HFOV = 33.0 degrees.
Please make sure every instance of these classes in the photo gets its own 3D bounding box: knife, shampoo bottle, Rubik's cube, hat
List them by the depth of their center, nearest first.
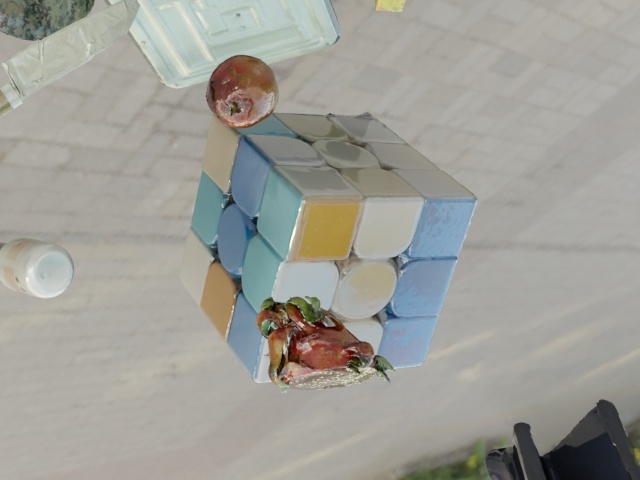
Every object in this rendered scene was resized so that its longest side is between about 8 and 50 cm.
[{"bbox_3d":[-0.295,-0.160,1.062,0.298,0.047,0.017,-35,-163,-13],"label":"knife"},{"bbox_3d":[-0.401,0.031,1.446,0.074,0.074,0.192,-9,-168,-39],"label":"shampoo bottle"},{"bbox_3d":[-0.471,-0.467,1.759,0.265,0.265,0.128,-15,170,-29],"label":"hat"},{"bbox_3d":[0.000,0.000,1.827,0.347,0.346,0.344,-1,119,-30],"label":"Rubik's cube"}]

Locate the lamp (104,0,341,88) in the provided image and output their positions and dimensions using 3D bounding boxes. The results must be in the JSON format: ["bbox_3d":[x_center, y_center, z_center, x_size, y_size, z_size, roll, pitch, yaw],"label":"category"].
[{"bbox_3d":[-0.126,-0.311,1.420,0.269,0.047,0.266,-14,154,9],"label":"lamp"}]

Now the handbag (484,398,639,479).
[{"bbox_3d":[0.191,0.295,0.713,0.122,0.329,0.303,-10,147,-5],"label":"handbag"}]

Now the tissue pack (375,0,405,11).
[{"bbox_3d":[0.153,-0.567,2.236,0.062,0.095,0.176,1,153,-9],"label":"tissue pack"}]

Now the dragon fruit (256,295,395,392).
[{"bbox_3d":[-0.006,0.135,1.344,0.138,0.175,0.142,-37,174,39],"label":"dragon fruit"}]

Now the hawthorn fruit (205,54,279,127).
[{"bbox_3d":[-0.078,-0.142,1.039,0.077,0.077,0.077,-24,158,-10],"label":"hawthorn fruit"}]
